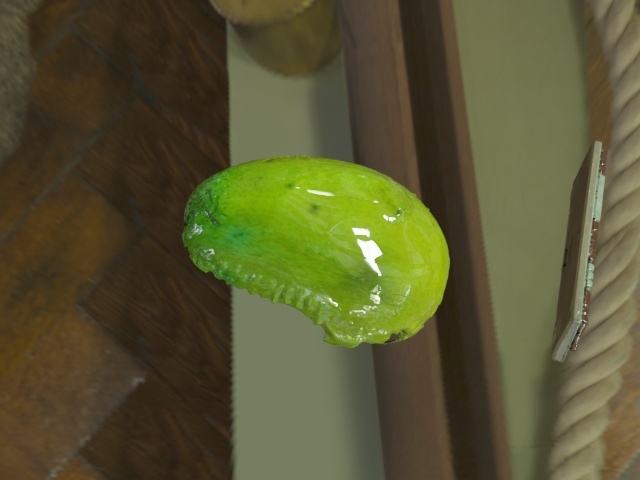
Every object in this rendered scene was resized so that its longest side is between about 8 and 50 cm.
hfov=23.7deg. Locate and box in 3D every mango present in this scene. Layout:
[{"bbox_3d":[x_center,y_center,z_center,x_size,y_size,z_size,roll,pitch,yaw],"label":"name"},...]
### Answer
[{"bbox_3d":[0.000,-0.001,0.969,0.178,0.119,0.100,15,117,-16],"label":"mango"}]

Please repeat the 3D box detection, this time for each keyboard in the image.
[{"bbox_3d":[0.183,0.007,1.073,0.017,0.055,0.166,15,52,-1],"label":"keyboard"}]
